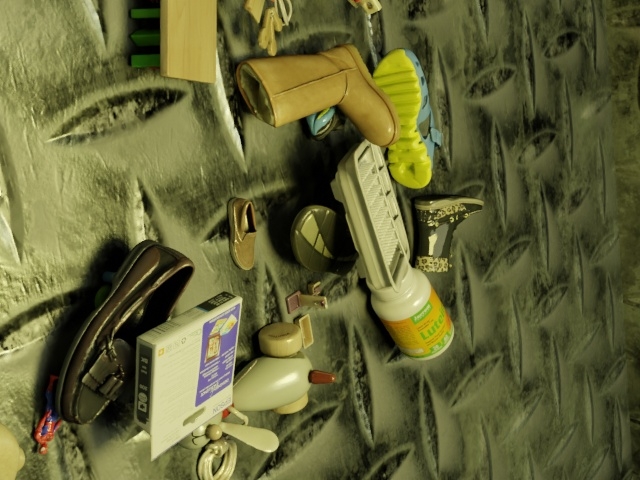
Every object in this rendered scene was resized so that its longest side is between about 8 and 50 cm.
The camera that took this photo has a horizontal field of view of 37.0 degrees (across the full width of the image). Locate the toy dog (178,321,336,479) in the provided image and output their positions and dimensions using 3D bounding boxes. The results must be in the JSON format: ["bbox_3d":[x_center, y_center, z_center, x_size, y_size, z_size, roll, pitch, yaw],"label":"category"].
[{"bbox_3d":[-0.098,0.285,1.713,0.334,0.161,0.220,-52,133,-37],"label":"toy dog"}]

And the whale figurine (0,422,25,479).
[{"bbox_3d":[-0.487,0.329,1.241,0.216,0.141,0.272,-43,151,-42],"label":"whale figurine"}]

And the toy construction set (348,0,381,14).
[{"bbox_3d":[0.092,-0.589,1.893,0.215,0.151,0.328,66,34,-34],"label":"toy construction set"}]

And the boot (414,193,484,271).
[{"bbox_3d":[0.303,-0.019,2.292,0.236,0.085,0.179,-5,100,-47],"label":"boot"}]

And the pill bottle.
[{"bbox_3d":[0.194,0.146,2.116,0.246,0.136,0.136,56,51,-41],"label":"pill bottle"}]

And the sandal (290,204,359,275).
[{"bbox_3d":[0.000,0.002,1.884,0.120,0.086,0.303,-56,158,-1],"label":"sandal"}]

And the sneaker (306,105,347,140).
[{"bbox_3d":[0.027,-0.263,1.913,0.188,0.067,0.078,-50,153,-40],"label":"sneaker"}]

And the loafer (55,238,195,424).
[{"bbox_3d":[-0.289,0.140,1.429,0.302,0.095,0.109,-65,150,-17],"label":"loafer"}]

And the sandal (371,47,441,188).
[{"bbox_3d":[0.194,-0.278,2.091,0.138,0.126,0.317,-51,140,-42],"label":"sandal"}]

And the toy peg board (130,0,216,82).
[{"bbox_3d":[-0.238,-0.339,1.535,0.160,0.079,0.161,-14,107,-69],"label":"toy peg board"}]

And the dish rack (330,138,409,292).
[{"bbox_3d":[0.098,-0.056,1.902,0.333,0.072,0.285,-59,133,-73],"label":"dish rack"}]

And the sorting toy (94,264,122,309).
[{"bbox_3d":[-0.310,0.073,1.497,0.102,0.042,0.061,-59,137,-30],"label":"sorting toy"}]

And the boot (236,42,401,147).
[{"bbox_3d":[-0.001,-0.248,1.770,0.269,0.089,0.236,-24,77,-43],"label":"boot"}]

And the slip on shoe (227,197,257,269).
[{"bbox_3d":[-0.135,-0.011,1.727,0.051,0.041,0.135,-21,111,-51],"label":"slip on shoe"}]

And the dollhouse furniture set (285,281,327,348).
[{"bbox_3d":[-0.002,0.152,1.895,0.091,0.081,0.114,-31,118,-48],"label":"dollhouse furniture set"}]

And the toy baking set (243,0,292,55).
[{"bbox_3d":[-0.091,-0.446,1.697,0.256,0.030,0.197,-69,158,-45],"label":"toy baking set"}]

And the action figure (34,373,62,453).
[{"bbox_3d":[-0.398,0.259,1.414,0.038,0.030,0.115,26,75,-57],"label":"action figure"}]

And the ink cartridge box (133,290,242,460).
[{"bbox_3d":[-0.206,0.207,1.490,0.206,0.045,0.208,-28,131,-52],"label":"ink cartridge box"}]
